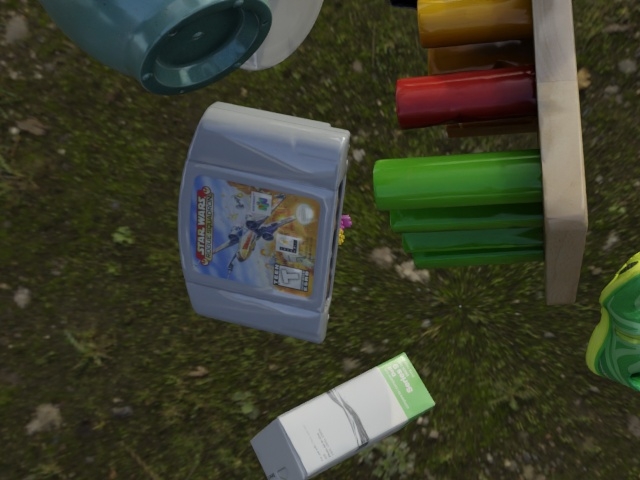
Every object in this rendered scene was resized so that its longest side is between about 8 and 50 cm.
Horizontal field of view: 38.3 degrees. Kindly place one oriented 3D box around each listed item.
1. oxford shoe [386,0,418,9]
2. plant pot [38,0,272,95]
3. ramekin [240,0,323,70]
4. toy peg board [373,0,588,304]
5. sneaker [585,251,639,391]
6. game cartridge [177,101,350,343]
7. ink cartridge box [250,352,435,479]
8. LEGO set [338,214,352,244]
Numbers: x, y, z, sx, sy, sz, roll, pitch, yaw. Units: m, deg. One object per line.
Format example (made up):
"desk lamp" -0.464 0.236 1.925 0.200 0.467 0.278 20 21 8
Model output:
"oxford shoe" 0.109 -0.449 1.519 0.272 0.096 0.098 21 51 3
"plant pot" -0.176 -0.296 1.077 0.293 0.293 0.196 -32 76 5
"ramekin" -0.124 -0.442 1.602 0.127 0.273 0.272 32 91 30
"toy peg board" 0.072 -0.062 0.416 0.079 0.161 0.160 -3 75 13
"sneaker" 0.487 0.122 1.394 0.124 0.295 0.109 34 62 31
"game cartridge" -0.075 -0.015 1.126 0.198 0.062 0.297 10 122 7
"ink cartridge box" 0.037 0.344 1.725 0.289 0.211 0.121 -22 75 -27
"LEGO set" 0.000 0.000 1.422 0.093 0.227 0.087 -5 127 19
